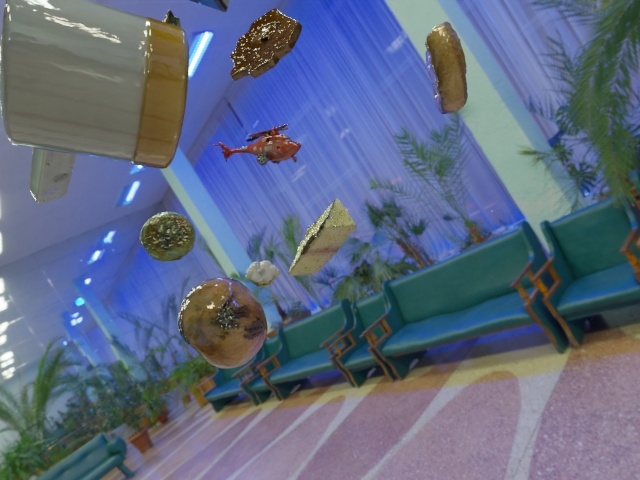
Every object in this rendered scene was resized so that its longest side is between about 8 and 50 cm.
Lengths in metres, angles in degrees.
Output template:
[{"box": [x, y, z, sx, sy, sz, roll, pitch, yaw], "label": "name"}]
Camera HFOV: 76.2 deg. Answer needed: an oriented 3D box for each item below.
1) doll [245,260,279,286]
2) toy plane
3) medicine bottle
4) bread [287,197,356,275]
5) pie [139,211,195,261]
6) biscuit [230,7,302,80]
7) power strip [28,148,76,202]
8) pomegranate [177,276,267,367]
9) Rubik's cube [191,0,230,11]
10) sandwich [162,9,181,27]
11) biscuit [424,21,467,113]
[{"box": [-0.174, 0.102, 1.220, 0.106, 0.062, 0.162, -11, -15, -7], "label": "doll"}, {"box": [-0.134, -0.190, 0.844, 0.195, 0.077, 0.126, -6, 11, 5], "label": "toy plane"}, {"box": [-0.351, -0.250, 0.654, 0.232, 0.237, 0.238, 6, -22, -29], "label": "medicine bottle"}, {"box": [0.000, 0.000, 1.317, 0.266, 0.142, 0.178, -48, 27, 38], "label": "bread"}, {"box": [-0.529, -0.014, 1.423, 0.187, 0.186, 0.041, -32, -2, -25], "label": "pie"}, {"box": [-0.153, -0.496, 1.056, 0.215, 0.182, 0.034, -46, -35, 4], "label": "biscuit"}, {"box": [-0.751, -0.217, 1.143, 0.091, 0.062, 0.385, -34, -1, -45], "label": "power strip"}, {"box": [-0.338, 0.285, 1.428, 0.322, 0.321, 0.322, -32, -1, -1], "label": "pomegranate"}, {"box": [-0.407, -0.916, 1.182, 0.301, 0.306, 0.303, -19, -52, -82], "label": "Rubik's cube"}, {"box": [-0.587, -0.690, 1.501, 0.212, 0.063, 0.244, 127, 164, -72], "label": "sandwich"}, {"box": [0.328, -0.439, 1.057, 0.091, 0.213, 0.274, -15, 18, 16], "label": "biscuit"}]
